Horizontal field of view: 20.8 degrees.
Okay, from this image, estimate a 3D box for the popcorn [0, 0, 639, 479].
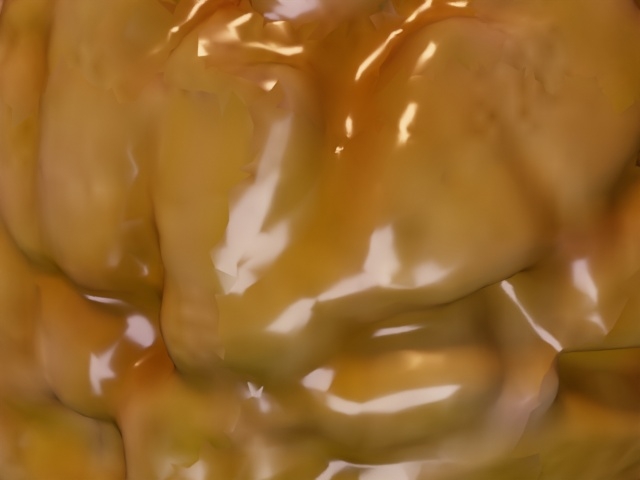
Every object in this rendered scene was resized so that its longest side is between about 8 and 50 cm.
[{"bbox_3d":[0.010,0.003,0.690,0.344,0.390,0.354,10,94,-21],"label":"popcorn"}]
